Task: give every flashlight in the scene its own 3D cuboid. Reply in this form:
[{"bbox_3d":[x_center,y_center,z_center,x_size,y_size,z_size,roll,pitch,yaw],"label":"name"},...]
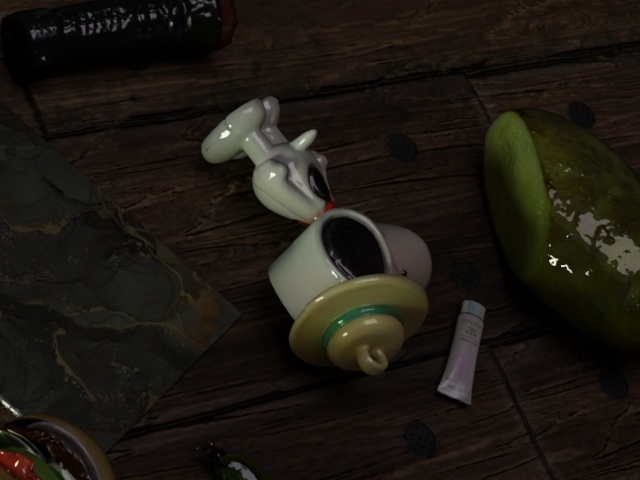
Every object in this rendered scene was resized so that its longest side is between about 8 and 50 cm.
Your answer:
[{"bbox_3d":[-0.198,-0.210,1.911,0.232,0.093,0.093,-12,66,-30],"label":"flashlight"}]

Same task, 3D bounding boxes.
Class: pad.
[{"bbox_3d":[-0.274,0.016,1.773,0.367,0.007,0.247,42,50,2],"label":"pad"}]

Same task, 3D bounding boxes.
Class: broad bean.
[{"bbox_3d":[-0.037,0.269,1.713,0.069,0.039,0.227,-19,69,-42],"label":"broad bean"}]

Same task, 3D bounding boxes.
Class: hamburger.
[{"bbox_3d":[-0.238,0.216,1.569,0.175,0.175,0.137,50,38,9],"label":"hamburger"}]

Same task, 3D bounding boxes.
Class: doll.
[{"bbox_3d":[-0.014,-0.001,1.853,0.271,0.144,0.208,43,29,-1],"label":"doll"}]

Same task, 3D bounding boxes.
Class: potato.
[{"bbox_3d":[0.267,-0.010,1.995,0.176,0.141,0.298,-18,61,-43],"label":"potato"}]

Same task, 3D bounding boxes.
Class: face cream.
[{"bbox_3d":[0.141,0.110,1.922,0.038,0.020,0.115,25,54,-12],"label":"face cream"}]
